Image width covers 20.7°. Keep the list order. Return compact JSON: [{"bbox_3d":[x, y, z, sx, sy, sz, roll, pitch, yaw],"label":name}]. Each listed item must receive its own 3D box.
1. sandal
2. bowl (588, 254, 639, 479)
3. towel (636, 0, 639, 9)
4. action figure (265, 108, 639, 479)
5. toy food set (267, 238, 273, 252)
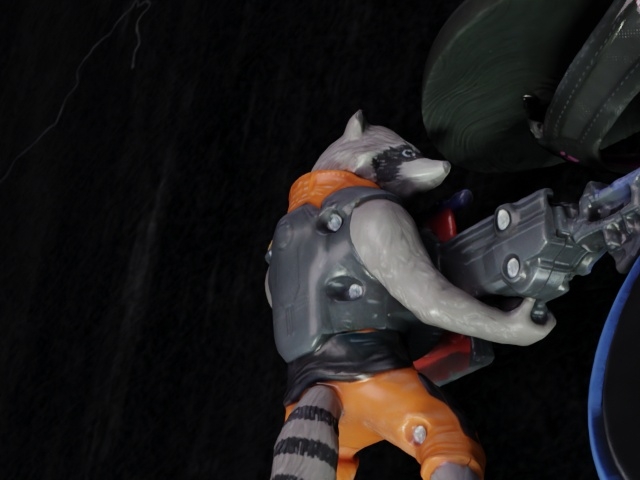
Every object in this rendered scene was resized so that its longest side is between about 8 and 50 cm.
[{"bbox_3d":[0.238,-0.124,1.041,0.445,0.167,0.107,-22,47,35],"label":"sandal"},{"bbox_3d":[0.298,0.030,0.859,0.391,0.077,0.391,-36,25,20],"label":"bowl"},{"bbox_3d":[0.270,-0.150,0.920,0.199,0.031,0.275,-35,51,14],"label":"towel"},{"bbox_3d":[0.051,0.055,1.077,0.341,0.178,0.330,-38,43,41],"label":"action figure"},{"bbox_3d":[0.000,0.000,1.324,0.083,0.020,0.083,-54,39,4],"label":"toy food set"}]
